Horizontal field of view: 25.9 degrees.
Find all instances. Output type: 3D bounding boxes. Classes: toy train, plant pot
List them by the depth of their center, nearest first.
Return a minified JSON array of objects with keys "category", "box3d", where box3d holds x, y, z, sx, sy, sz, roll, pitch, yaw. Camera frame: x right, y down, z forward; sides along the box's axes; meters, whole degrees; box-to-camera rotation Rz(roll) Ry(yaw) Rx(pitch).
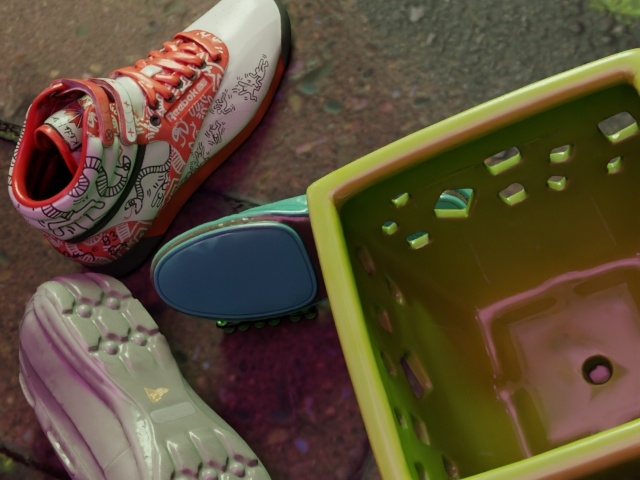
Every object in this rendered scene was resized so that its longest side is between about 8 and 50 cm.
[{"category":"plant pot","box3d":[0.149,0.056,0.850,0.227,0.207,0.228,-21,62,13]},{"category":"toy train","box3d":[-0.040,0.051,1.042,0.083,0.017,0.023,-11,56,19]}]

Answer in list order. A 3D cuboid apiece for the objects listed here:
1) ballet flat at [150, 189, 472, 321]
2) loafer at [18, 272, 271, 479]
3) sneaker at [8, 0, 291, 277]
[{"category":"ballet flat","box3d":[0.000,0.000,1.014,0.247,0.087,0.083,-13,108,13]},{"category":"loafer","box3d":[-0.121,0.164,0.991,0.319,0.112,0.111,55,131,29]},{"category":"sneaker","box3d":[-0.130,-0.106,1.069,0.090,0.145,0.270,31,83,30]}]
